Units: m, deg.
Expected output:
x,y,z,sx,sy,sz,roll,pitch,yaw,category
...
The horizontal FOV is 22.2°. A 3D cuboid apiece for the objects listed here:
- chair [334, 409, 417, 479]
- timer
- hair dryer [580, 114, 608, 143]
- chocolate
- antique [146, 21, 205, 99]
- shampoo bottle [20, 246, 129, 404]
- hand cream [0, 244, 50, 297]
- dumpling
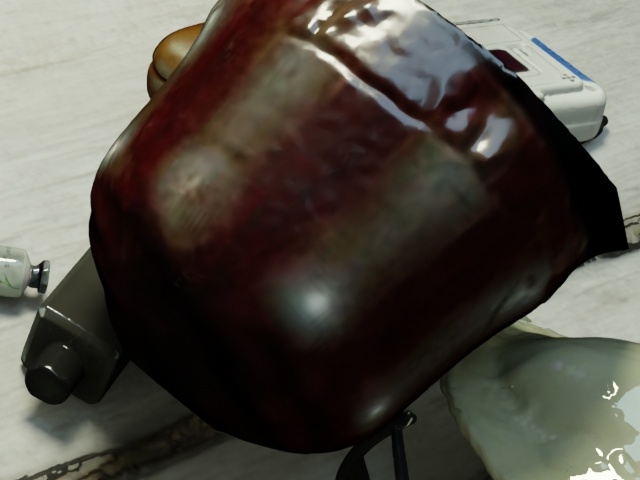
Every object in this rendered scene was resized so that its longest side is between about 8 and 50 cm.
x,y,z,sx,sy,sz,roll,pitch,yaw,category
0.094,0.283,1.255,0.141,0.154,0.260,12,46,-19,chair
0.155,-0.159,1.686,0.253,0.078,0.178,-10,36,-30,timer
0.266,-0.097,1.807,0.114,0.070,0.248,44,35,19,hair dryer
0.000,0.000,1.271,0.384,0.383,0.331,36,83,9,chocolate
-0.043,-0.101,1.561,0.278,0.129,0.223,35,53,19,antique
-0.176,0.050,1.394,0.079,0.080,0.246,30,41,3,shampoo bottle
-0.327,0.017,1.378,0.194,0.042,0.067,9,46,-14,hand cream
0.254,0.157,1.418,0.395,0.233,0.315,9,37,-46,dumpling
